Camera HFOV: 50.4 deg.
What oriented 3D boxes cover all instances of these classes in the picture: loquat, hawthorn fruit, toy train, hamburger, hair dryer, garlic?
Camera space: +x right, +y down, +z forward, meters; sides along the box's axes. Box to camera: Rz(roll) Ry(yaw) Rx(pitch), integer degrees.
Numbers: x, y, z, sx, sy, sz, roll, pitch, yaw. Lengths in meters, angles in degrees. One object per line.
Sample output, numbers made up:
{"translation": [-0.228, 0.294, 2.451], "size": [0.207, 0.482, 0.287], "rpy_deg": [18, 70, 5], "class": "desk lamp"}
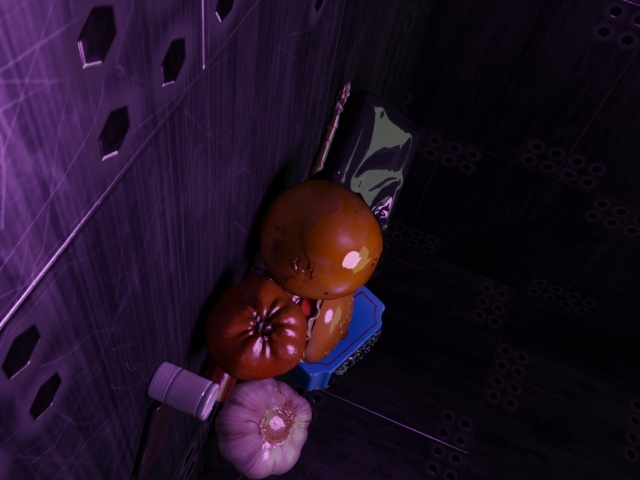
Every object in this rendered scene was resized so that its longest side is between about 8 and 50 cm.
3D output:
{"translation": [0.000, 0.000, 1.251], "size": [0.235, 0.235, 0.234], "rpy_deg": [22, 90, -84], "class": "loquat"}
{"translation": [-0.110, 0.151, 1.152], "size": [0.189, 0.189, 0.189], "rpy_deg": [22, 90, -84], "class": "hawthorn fruit"}
{"translation": [0.007, 0.241, 1.840], "size": [0.300, 0.265, 0.188], "rpy_deg": [-39, 163, -23], "class": "toy train"}
{"translation": [-0.031, 0.162, 1.620], "size": [0.274, 0.212, 0.274], "rpy_deg": [23, 90, -84], "class": "hamburger"}
{"translation": [-0.329, 0.766, 1.821], "size": [0.302, 0.116, 0.244], "rpy_deg": [-51, 166, -28], "class": "hair dryer"}
{"translation": [-0.170, 0.467, 1.695], "size": [0.253, 0.245, 0.245], "rpy_deg": [-23, -147, 50], "class": "garlic"}

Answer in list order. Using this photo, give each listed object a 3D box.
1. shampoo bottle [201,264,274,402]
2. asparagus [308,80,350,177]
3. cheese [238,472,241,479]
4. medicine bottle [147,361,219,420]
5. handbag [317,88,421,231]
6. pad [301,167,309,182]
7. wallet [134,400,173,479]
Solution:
{"translation": [-0.155, 0.176, 1.299], "size": [0.102, 0.064, 0.260], "rpy_deg": [61, 51, -81], "class": "shampoo bottle"}
{"translation": [0.022, -0.244, 1.510], "size": [0.034, 0.027, 0.235], "rpy_deg": [-82, -168, -70], "class": "asparagus"}
{"translation": [-0.210, 0.602, 2.053], "size": [0.329, 0.129, 0.216], "rpy_deg": [148, -38, -80], "class": "cheese"}
{"translation": [-0.197, 0.218, 0.984], "size": [0.057, 0.089, 0.057], "rpy_deg": [22, 90, -84], "class": "medicine bottle"}
{"translation": [0.086, -0.198, 1.685], "size": [0.275, 0.178, 0.301], "rpy_deg": [28, 80, -41], "class": "handbag"}
{"translation": [-0.067, -0.057, 1.513], "size": [0.127, 0.004, 0.190], "rpy_deg": [102, 11, -60], "class": "pad"}
{"translation": [-0.259, 0.302, 1.078], "size": [0.082, 0.018, 0.156], "rpy_deg": [-54, 165, -62], "class": "wallet"}
